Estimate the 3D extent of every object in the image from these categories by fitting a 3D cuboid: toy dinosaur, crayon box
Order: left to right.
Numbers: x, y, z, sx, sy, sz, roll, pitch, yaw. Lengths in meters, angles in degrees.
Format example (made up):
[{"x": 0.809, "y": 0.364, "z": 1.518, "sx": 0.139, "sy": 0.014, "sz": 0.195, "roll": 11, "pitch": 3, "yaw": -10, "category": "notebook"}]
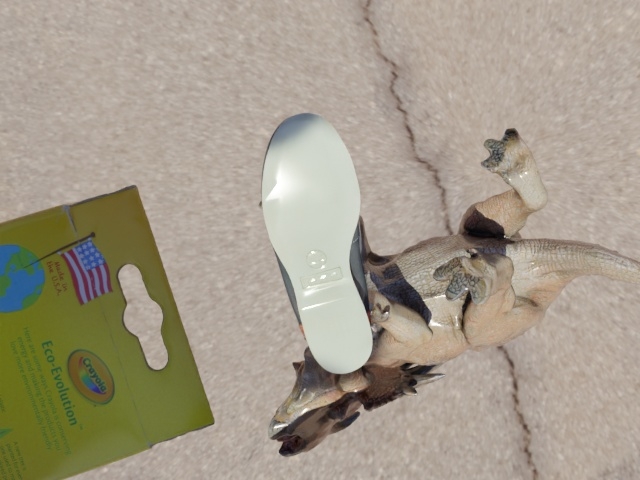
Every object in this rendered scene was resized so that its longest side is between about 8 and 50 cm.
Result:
[{"x": -0.262, "y": 0.097, "z": 0.653, "sx": 0.318, "sy": 0.081, "sz": 0.202, "roll": -17, "pitch": 97, "yaw": -7, "category": "crayon box"}, {"x": 0.083, "y": 0.044, "z": 0.577, "sx": 0.295, "sy": 0.200, "sz": 0.127, "roll": -14, "pitch": 52, "yaw": 18, "category": "toy dinosaur"}]

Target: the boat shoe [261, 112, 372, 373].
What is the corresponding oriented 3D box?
[{"x": 0.000, "y": 0.000, "z": 0.434, "sx": 0.049, "sy": 0.043, "sz": 0.137, "roll": -11, "pitch": 109, "yaw": 2, "category": "boat shoe"}]
